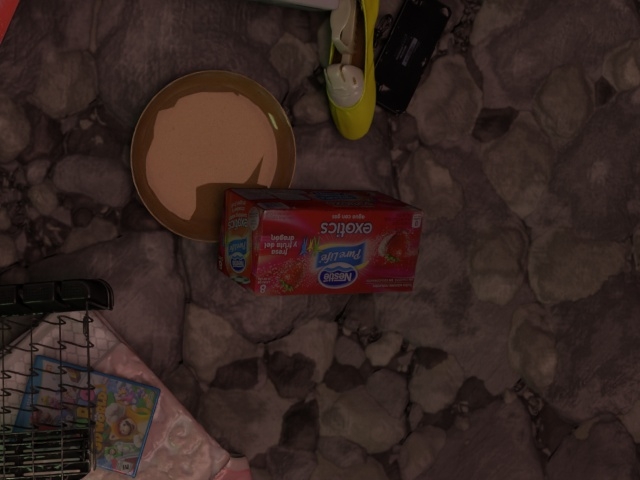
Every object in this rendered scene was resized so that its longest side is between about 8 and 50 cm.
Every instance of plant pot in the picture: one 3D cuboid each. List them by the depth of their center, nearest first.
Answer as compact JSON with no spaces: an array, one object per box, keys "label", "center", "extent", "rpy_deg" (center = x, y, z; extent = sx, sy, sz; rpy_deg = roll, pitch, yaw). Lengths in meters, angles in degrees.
[{"label":"plant pot","center":[-0.149,-0.116,1.624],"extent":[0.236,0.032,0.236],"rpy_deg":[-3,98,-21]}]

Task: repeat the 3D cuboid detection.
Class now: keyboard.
[{"label":"keyboard","center":[0.113,-0.282,1.709],"extent":[0.108,0.023,0.180],"rpy_deg":[27,86,-29]}]

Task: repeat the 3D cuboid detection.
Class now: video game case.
[{"label":"video game case","center":[-0.302,0.226,1.514],"extent":[0.166,0.015,0.119],"rpy_deg":[16,79,-3]}]

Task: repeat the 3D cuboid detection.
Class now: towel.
[{"label":"towel","center":[-0.340,0.282,1.536],"extent":[0.332,0.053,0.317],"rpy_deg":[-41,88,-11]}]

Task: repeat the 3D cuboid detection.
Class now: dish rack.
[{"label":"dish rack","center":[-0.368,0.180,1.471],"extent":[0.208,0.074,0.272],"rpy_deg":[-5,76,8]}]

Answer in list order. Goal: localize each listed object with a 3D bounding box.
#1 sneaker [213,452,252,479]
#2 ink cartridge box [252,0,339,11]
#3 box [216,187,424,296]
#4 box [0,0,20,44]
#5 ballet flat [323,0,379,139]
[{"label":"sneaker","center":[-0.161,0.336,1.674],"extent":[0.134,0.051,0.070],"rpy_deg":[-6,98,-24]},{"label":"ink cartridge box","center":[-0.105,-0.479,1.517],"extent":[0.330,0.071,0.324],"rpy_deg":[0,95,-40]},{"label":"box","center":[0.000,0.000,1.623],"extent":[0.256,0.128,0.123],"rpy_deg":[-1,106,-30]},{"label":"box","center":[-0.411,-0.349,1.391],"extent":[0.154,0.142,0.300],"rpy_deg":[23,104,-21]},{"label":"ballet flat","center":[0.037,-0.259,1.648],"extent":[0.077,0.077,0.231],"rpy_deg":[1,95,-62]}]
